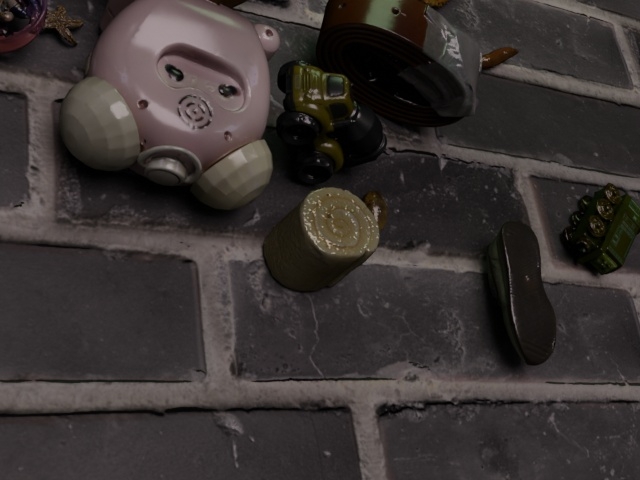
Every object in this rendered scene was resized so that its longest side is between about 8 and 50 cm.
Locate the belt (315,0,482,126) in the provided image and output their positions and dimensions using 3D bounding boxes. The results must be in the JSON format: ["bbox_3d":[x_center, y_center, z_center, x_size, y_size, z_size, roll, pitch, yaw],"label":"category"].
[{"bbox_3d":[0.154,-0.346,1.694,0.339,0.217,0.122,27,55,-21],"label":"belt"}]

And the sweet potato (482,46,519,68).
[{"bbox_3d":[0.371,-0.402,1.977,0.179,0.044,0.044,-16,76,-30],"label":"sweet potato"}]

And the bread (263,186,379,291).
[{"bbox_3d":[0.000,0.000,1.470,0.148,0.141,0.133,7,59,-31],"label":"bread"}]

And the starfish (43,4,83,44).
[{"bbox_3d":[-0.425,-0.354,1.453,0.091,0.028,0.078,-11,71,-41],"label":"starfish"}]

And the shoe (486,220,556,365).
[{"bbox_3d":[0.371,0.104,1.681,0.103,0.098,0.274,7,65,-21],"label":"shoe"}]

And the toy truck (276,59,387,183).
[{"bbox_3d":[0.019,-0.210,1.538,0.165,0.224,0.147,-7,59,11],"label":"toy truck"}]

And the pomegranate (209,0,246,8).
[{"bbox_3d":[-0.219,-0.535,1.504,0.322,0.322,0.322,15,59,-26],"label":"pomegranate"}]

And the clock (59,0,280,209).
[{"bbox_3d":[-0.226,-0.229,1.431,0.342,0.184,0.325,16,63,-19],"label":"clock"}]

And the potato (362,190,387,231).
[{"bbox_3d":[0.098,-0.054,1.622,0.051,0.040,0.083,12,59,-21],"label":"potato"}]

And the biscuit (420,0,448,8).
[{"bbox_3d":[0.230,-0.638,1.962,0.254,0.035,0.253,6,82,-43],"label":"biscuit"}]

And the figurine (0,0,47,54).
[{"bbox_3d":[-0.500,-0.348,1.338,0.157,0.114,0.126,5,88,-56],"label":"figurine"}]

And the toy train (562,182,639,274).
[{"bbox_3d":[0.608,-0.024,1.902,0.137,0.090,0.225,46,51,-8],"label":"toy train"}]
